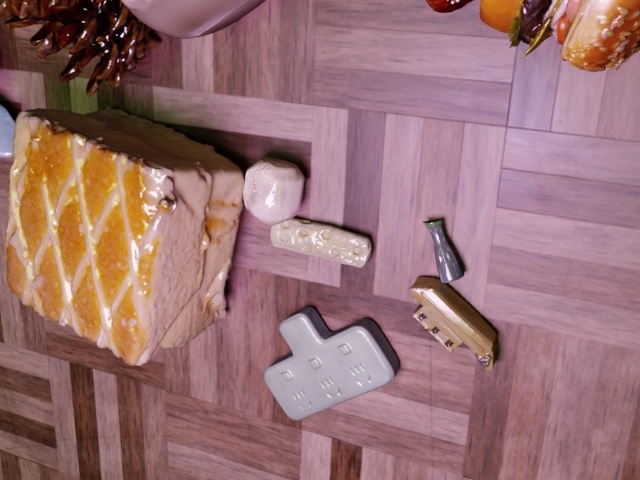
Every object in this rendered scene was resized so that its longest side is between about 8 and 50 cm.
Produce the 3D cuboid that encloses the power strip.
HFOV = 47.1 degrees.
[{"bbox_3d":[-0.001,0.221,1.398,0.265,0.059,0.194,-30,94,30],"label":"power strip"}]

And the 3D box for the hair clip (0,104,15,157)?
[{"bbox_3d":[-0.812,-0.253,1.486,0.238,0.392,0.318,-13,106,53],"label":"hair clip"}]

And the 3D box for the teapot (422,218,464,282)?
[{"bbox_3d":[0.206,0.014,1.242,0.042,0.043,0.111,-16,98,28],"label":"teapot"}]

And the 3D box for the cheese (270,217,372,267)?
[{"bbox_3d":[0.000,0.000,1.329,0.194,0.043,0.065,15,115,20],"label":"cheese"}]

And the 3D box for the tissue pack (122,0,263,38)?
[{"bbox_3d":[-0.232,-0.518,1.121,0.267,0.277,0.387,-25,97,27],"label":"tissue pack"}]

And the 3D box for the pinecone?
[{"bbox_3d":[-0.416,-0.388,1.250,0.309,0.244,0.244,24,124,-28],"label":"pinecone"}]

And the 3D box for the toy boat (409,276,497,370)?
[{"bbox_3d":[0.229,0.146,1.269,0.200,0.057,0.077,43,124,4],"label":"toy boat"}]

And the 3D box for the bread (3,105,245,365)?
[{"bbox_3d":[-0.353,-0.024,1.341,0.371,0.279,0.390,21,117,23],"label":"bread"}]

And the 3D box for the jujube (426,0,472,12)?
[{"bbox_3d":[0.212,-0.389,1.081,0.129,0.077,0.077,-29,95,19],"label":"jujube"}]

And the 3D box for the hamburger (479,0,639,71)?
[{"bbox_3d":[0.347,-0.351,0.915,0.225,0.291,0.291,34,119,14],"label":"hamburger"}]

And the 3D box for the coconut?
[{"bbox_3d":[-0.085,-0.082,1.304,0.110,0.110,0.124,18,109,18],"label":"coconut"}]
